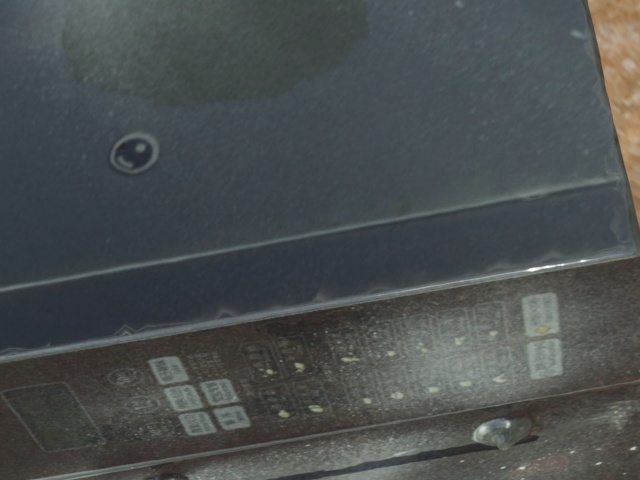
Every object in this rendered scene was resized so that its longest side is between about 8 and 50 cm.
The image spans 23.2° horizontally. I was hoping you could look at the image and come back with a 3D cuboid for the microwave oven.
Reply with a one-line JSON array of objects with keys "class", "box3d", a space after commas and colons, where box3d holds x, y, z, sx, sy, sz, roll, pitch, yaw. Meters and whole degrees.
[{"class": "microwave oven", "box3d": [0.000, 0.000, 0.724, 0.236, 0.432, 0.374, -11, 58, 4]}]
